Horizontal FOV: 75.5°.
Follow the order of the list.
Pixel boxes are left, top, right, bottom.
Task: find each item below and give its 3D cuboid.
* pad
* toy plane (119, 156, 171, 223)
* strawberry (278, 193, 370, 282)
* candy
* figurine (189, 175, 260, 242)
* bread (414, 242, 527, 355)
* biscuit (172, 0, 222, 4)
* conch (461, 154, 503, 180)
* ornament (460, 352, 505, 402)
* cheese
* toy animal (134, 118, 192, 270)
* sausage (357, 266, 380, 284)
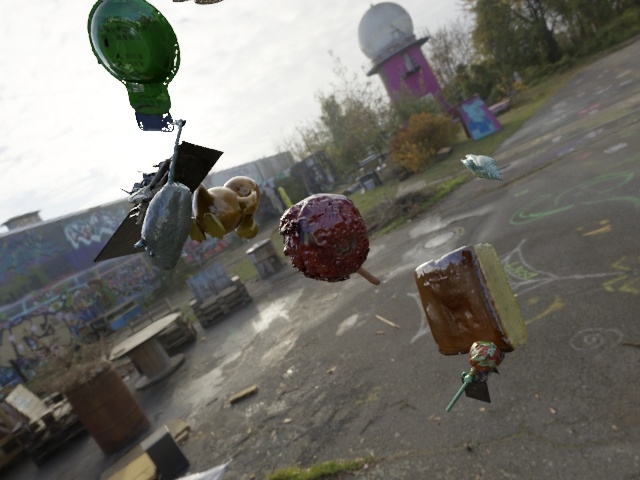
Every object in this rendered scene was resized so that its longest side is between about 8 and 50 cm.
[{"bbox_3d":[-0.399,-0.096,1.058,0.367,0.007,0.247,-49,-3,9],"label":"pad"},{"bbox_3d":[-0.356,-0.099,0.839,0.159,0.083,0.234,-62,0,8],"label":"toy plane"},{"bbox_3d":[0.000,0.000,1.168,0.274,0.274,0.220,-25,9,25],"label":"strawberry"},{"bbox_3d":[0.434,0.405,1.201,0.078,0.084,0.287,-60,-11,-61],"label":"candy"},{"bbox_3d":[-0.280,-0.097,1.250,0.215,0.215,0.228,-22,-9,37],"label":"figurine"},{"bbox_3d":[0.474,0.203,1.352,0.143,0.332,0.324,-11,-14,-26],"label":"bread"},{"bbox_3d":[-0.271,-0.579,0.939,0.158,0.035,0.240,-10,19,2],"label":"biscuit"},{"bbox_3d":[0.471,-0.212,1.220,0.088,0.065,0.180,-17,36,-14],"label":"conch"},{"bbox_3d":[0.524,0.399,1.302,0.088,0.081,0.203,3,35,47],"label":"ornament"},{"bbox_3d":[-0.408,-0.394,0.933,0.204,0.320,0.083,3,42,3],"label":"cheese"},{"bbox_3d":[-0.239,-0.076,0.656,0.079,0.252,0.070,6,1,25],"label":"toy animal"},{"bbox_3d":[0.214,0.159,1.954,0.043,0.186,0.043,-35,34,28],"label":"sausage"}]
